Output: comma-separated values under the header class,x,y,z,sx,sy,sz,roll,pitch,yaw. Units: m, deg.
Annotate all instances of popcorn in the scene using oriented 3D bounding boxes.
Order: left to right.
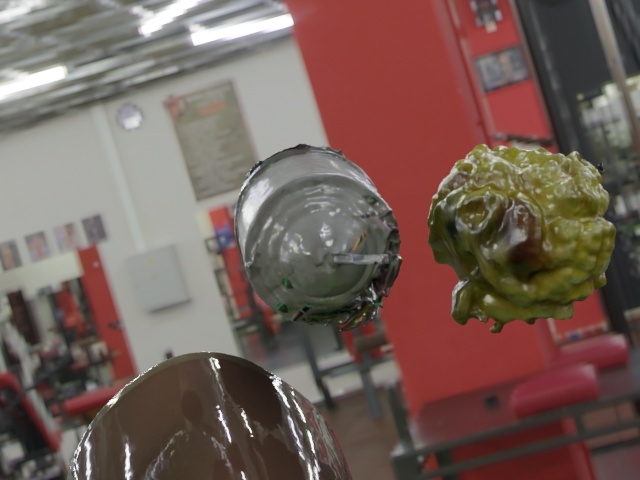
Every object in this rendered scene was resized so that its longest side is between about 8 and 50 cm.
class,x,y,z,sx,sy,sz,roll,pitch,yaw
popcorn,0.218,-0.006,1.449,0.169,0.189,0.218,-17,23,-37

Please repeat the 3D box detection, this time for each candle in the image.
class,x,y,z,sx,sy,sz,roll,pitch,yaw
candle,0.000,0.000,1.520,0.187,0.187,0.330,-17,14,-3

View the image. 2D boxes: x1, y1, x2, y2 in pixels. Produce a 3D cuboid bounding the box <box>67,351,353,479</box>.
class,x,y,z,sx,sy,sz,roll,pitch,yaw
box,-0.099,0.294,1.354,0.301,0.301,0.216,-17,28,-9
